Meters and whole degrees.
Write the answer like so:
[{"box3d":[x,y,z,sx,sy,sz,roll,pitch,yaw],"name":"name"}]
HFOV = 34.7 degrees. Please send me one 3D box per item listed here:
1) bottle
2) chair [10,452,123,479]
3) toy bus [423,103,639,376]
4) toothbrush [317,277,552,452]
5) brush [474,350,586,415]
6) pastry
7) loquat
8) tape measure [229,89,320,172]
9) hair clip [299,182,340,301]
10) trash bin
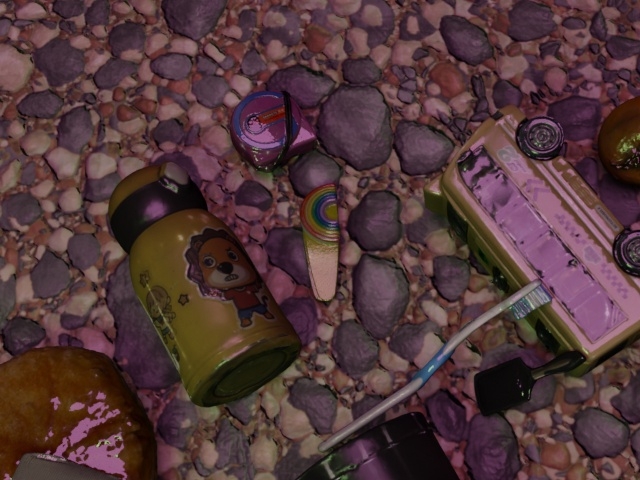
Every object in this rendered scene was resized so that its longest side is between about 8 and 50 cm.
[{"box3d":[-0.183,0.047,1.446,0.172,0.171,0.351,-30,70,-8],"name":"bottle"},{"box3d":[-0.353,0.382,1.156,0.160,0.186,0.319,13,65,14],"name":"chair"},{"box3d":[0.318,-0.001,1.428,0.202,0.177,0.365,-35,71,-3],"name":"toy bus"},{"box3d":[0.142,0.171,1.372,0.386,0.040,0.040,-37,69,14],"name":"toothbrush"},{"box3d":[0.277,0.182,1.371,0.016,0.193,0.062,8,62,-40],"name":"brush"},{"box3d":[-0.371,0.299,1.380,0.330,0.136,0.329,-1,70,4],"name":"pastry"},{"box3d":[0.476,-0.146,1.497,0.141,0.141,0.141,-1,68,4],"name":"loquat"},{"box3d":[-0.078,-0.167,1.577,0.118,0.074,0.125,-24,74,-11],"name":"tape measure"},{"box3d":[0.000,0.000,1.526,0.060,0.033,0.188,-4,68,3],"name":"hair clip"},{"box3d":[0.115,0.395,1.274,0.252,0.203,0.301,-34,70,7],"name":"trash bin"}]
